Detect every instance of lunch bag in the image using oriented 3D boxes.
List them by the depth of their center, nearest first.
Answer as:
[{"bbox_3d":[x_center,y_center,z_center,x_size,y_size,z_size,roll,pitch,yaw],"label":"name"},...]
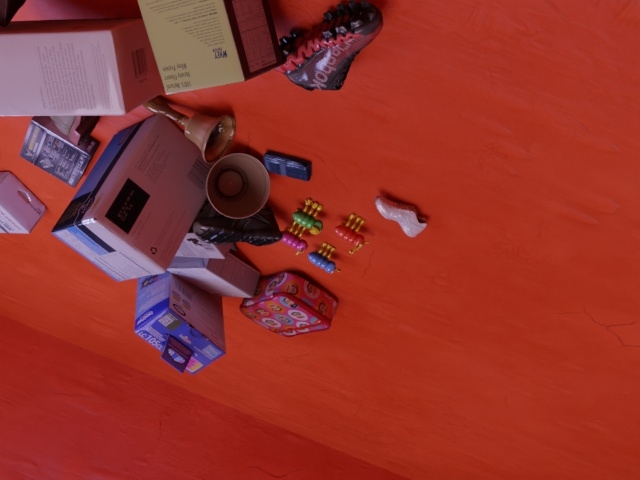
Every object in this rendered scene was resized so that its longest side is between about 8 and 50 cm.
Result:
[{"bbox_3d":[-0.091,0.218,2.297,0.258,0.120,0.293,35,148,-27],"label":"lunch bag"}]

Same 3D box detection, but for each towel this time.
[{"bbox_3d":[-0.081,-0.180,1.761,0.119,0.029,0.067,15,149,12],"label":"towel"}]

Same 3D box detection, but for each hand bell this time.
[{"bbox_3d":[-0.338,-0.292,1.710,0.242,0.126,0.126,28,150,14],"label":"hand bell"}]

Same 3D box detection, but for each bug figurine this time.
[{"bbox_3d":[0.000,0.000,1.942,0.216,0.072,0.279,28,148,-9],"label":"bug figurine"}]

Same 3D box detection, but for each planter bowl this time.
[{"bbox_3d":[-0.219,-0.140,1.807,0.162,0.162,0.109,36,174,-21],"label":"planter bowl"}]

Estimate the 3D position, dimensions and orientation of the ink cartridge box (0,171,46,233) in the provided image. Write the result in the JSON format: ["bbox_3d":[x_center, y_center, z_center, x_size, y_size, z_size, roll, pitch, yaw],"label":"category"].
[{"bbox_3d":[-1.095,-0.125,2.400,0.273,0.114,0.197,0,142,30],"label":"ink cartridge box"}]

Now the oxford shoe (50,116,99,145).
[{"bbox_3d":[-0.605,-0.356,1.743,0.130,0.123,0.348,36,145,-8],"label":"oxford shoe"}]

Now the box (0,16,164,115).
[{"bbox_3d":[-0.534,-0.364,1.487,0.345,0.215,0.168,2,114,11],"label":"box"}]

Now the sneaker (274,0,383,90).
[{"bbox_3d":[0.029,-0.358,1.358,0.276,0.097,0.135,-13,134,46],"label":"sneaker"}]

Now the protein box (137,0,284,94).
[{"bbox_3d":[-0.205,-0.398,1.337,0.200,0.136,0.201,-1,113,34],"label":"protein box"}]

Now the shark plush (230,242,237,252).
[{"bbox_3d":[-0.262,0.002,2.132,0.067,0.073,0.161,-10,141,-5],"label":"shark plush"}]

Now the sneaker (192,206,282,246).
[{"bbox_3d":[-0.222,-0.046,1.878,0.267,0.106,0.101,5,160,-44],"label":"sneaker"}]

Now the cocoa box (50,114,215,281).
[{"bbox_3d":[-0.461,-0.104,1.811,0.228,0.347,0.231,-12,136,43],"label":"cocoa box"}]

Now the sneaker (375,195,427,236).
[{"bbox_3d":[0.198,-0.070,1.741,0.152,0.053,0.061,34,132,-23],"label":"sneaker"}]

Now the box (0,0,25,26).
[{"bbox_3d":[-0.648,-0.567,1.383,0.167,0.168,0.203,24,146,-13],"label":"box"}]

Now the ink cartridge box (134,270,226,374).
[{"bbox_3d":[-0.441,0.233,2.260,0.151,0.395,0.270,-35,124,12],"label":"ink cartridge box"}]

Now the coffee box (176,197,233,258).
[{"bbox_3d":[-0.378,-0.051,2.011,0.297,0.168,0.119,2,143,31],"label":"coffee box"}]

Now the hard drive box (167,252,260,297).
[{"bbox_3d":[-0.334,0.095,2.229,0.181,0.089,0.232,-1,154,36],"label":"hard drive box"}]

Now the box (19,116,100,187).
[{"bbox_3d":[-0.745,-0.259,2.033,0.183,0.056,0.231,33,147,-15],"label":"box"}]
